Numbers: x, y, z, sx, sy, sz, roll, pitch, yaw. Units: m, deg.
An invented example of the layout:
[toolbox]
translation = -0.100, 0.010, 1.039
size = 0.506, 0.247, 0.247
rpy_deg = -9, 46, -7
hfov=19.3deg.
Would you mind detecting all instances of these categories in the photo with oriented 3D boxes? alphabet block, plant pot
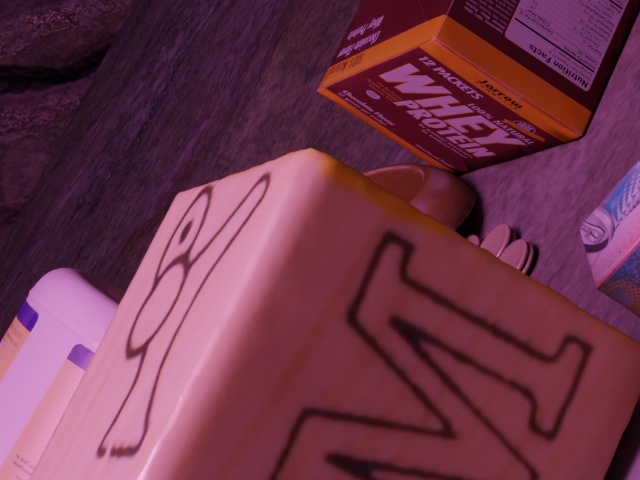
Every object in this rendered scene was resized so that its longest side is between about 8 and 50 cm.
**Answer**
[alphabet block]
translation = -0.003, 0.096, 0.855
size = 0.197, 0.193, 0.192
rpy_deg = -63, 19, -14
[plant pot]
translation = 0.000, 0.000, 1.387
size = 0.236, 0.032, 0.236
rpy_deg = -23, 16, 7

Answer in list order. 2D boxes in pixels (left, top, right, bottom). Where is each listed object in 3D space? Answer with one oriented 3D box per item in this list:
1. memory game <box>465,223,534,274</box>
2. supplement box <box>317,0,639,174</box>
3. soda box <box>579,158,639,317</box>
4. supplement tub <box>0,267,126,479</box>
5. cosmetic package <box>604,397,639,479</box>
[memory game]
translation = 0.085, 0.071, 1.274
size = 0.186, 0.012, 0.186
rpy_deg = -49, 21, 26
[supplement box]
translation = 0.126, -0.172, 1.365
size = 0.194, 0.129, 0.191
rpy_deg = -64, 19, -17
[soda box]
translation = 0.196, -0.043, 0.833
size = 0.183, 0.058, 0.063
rpy_deg = -51, 17, 22
[supplement tub]
translation = -0.179, 0.213, 1.375
size = 0.331, 0.241, 0.241
rpy_deg = -59, 18, 0
[cosmetic package]
translation = 0.119, 0.193, 0.855
size = 0.238, 0.107, 0.127
rpy_deg = -51, 19, 14
